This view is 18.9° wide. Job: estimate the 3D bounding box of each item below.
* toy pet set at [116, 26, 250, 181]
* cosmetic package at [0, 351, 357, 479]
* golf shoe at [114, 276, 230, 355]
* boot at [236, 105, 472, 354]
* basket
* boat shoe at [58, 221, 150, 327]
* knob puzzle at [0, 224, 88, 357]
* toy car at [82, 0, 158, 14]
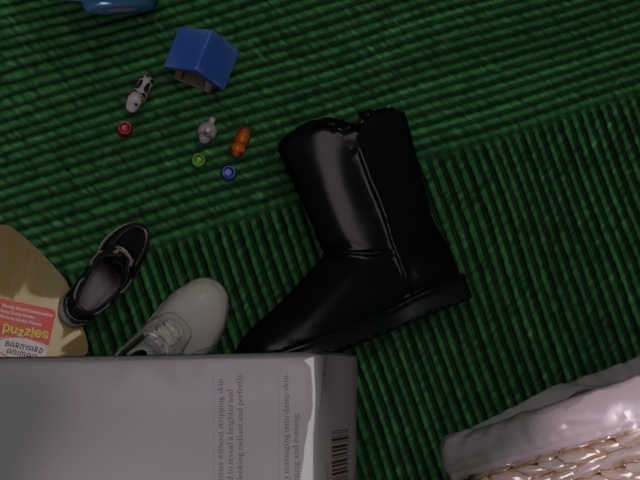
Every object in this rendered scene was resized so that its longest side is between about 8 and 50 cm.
[{"bbox_3d":[-0.116,-0.134,1.803,0.122,0.065,0.114,22,77,-3],"label":"toy pet set"},{"bbox_3d":[-0.171,0.200,1.603,0.385,0.156,0.217,0,86,13],"label":"cosmetic package"},{"bbox_3d":[-0.144,0.101,1.742,0.069,0.086,0.176,39,75,4],"label":"golf shoe"},{"bbox_3d":[0.000,0.000,1.773,0.246,0.094,0.207,-22,85,-18],"label":"boot"},{"bbox_3d":[0.346,0.206,1.616,0.328,0.331,0.266,-19,83,-35],"label":"basket"},{"bbox_3d":[-0.192,0.027,1.758,0.046,0.038,0.125,47,56,-9],"label":"boat shoe"},{"bbox_3d":[-0.306,0.081,1.753,0.213,0.030,0.213,1,78,-6],"label":"knob puzzle"},{"bbox_3d":[-0.282,-0.317,1.764,0.238,0.210,0.219,-5,90,4],"label":"toy car"}]
